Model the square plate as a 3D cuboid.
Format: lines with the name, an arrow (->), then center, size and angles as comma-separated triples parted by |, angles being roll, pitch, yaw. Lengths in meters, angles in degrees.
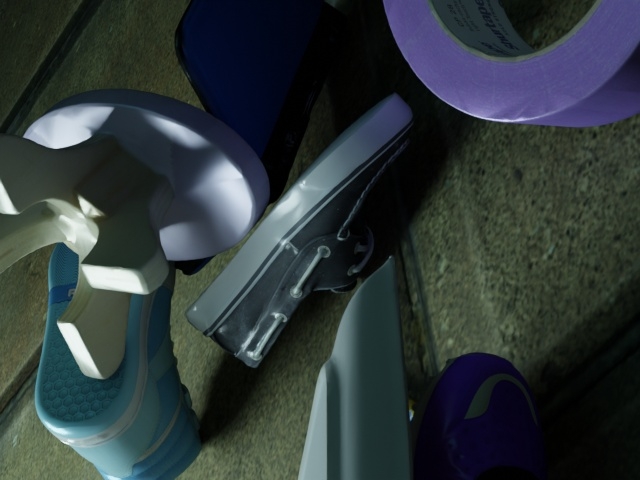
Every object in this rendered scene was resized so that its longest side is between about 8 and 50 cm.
square plate -> 0.009, 0.245, 0.959 | 0.347, 0.049, 0.344 | -90, 7, -47

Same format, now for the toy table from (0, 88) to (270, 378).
toy table -> -0.199, -0.022, 1.279 | 0.274, 0.252, 0.161 | -8, 31, 43

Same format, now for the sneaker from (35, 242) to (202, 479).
sneaker -> -0.188, 0.110, 1.459 | 0.127, 0.208, 0.319 | -6, 48, 17

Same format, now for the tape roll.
tape roll -> 0.168, -0.220, 1.042 | 0.274, 0.090, 0.275 | 0, 90, 47

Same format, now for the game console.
game console -> -0.094, -0.158, 1.416 | 0.250, 0.173, 0.293 | -41, 20, 42

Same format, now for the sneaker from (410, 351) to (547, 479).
sneaker -> 0.122, 0.208, 0.867 | 0.146, 0.102, 0.293 | -21, 60, 55

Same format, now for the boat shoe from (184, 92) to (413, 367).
boat shoe -> 0.000, 0.000, 1.289 | 0.301, 0.102, 0.108 | -48, 2, 24

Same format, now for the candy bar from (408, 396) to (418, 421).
candy bar -> 0.064, 0.141, 1.157 | 0.161, 0.018, 0.040 | 28, 95, 62
